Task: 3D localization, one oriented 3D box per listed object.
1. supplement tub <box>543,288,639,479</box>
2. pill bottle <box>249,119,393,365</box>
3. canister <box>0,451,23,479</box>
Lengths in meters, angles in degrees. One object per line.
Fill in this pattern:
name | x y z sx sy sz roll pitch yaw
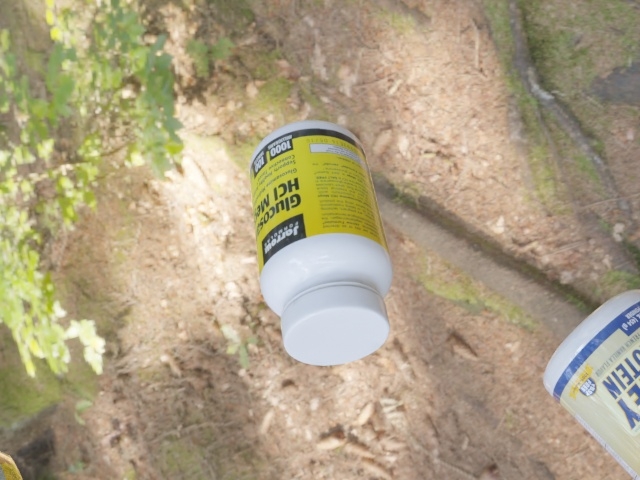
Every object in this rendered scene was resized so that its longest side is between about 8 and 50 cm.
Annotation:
supplement tub | 0.524 0.252 1.085 0.316 0.228 0.228 48 134 33
pill bottle | 0.000 0.000 1.041 0.188 0.187 0.334 122 149 -42
canister | -0.341 0.195 0.601 0.126 0.170 0.073 21 74 53
